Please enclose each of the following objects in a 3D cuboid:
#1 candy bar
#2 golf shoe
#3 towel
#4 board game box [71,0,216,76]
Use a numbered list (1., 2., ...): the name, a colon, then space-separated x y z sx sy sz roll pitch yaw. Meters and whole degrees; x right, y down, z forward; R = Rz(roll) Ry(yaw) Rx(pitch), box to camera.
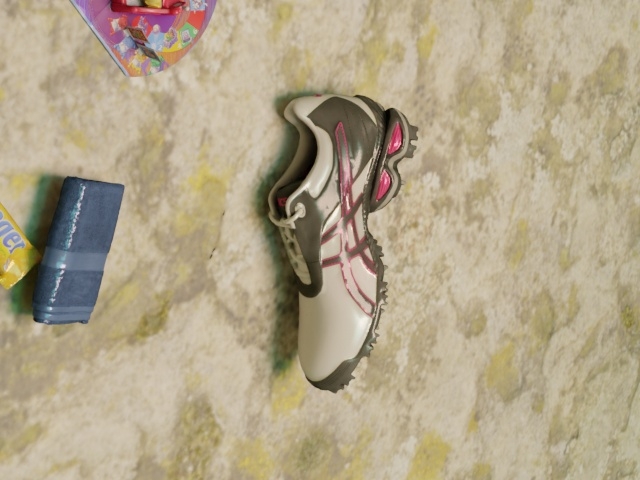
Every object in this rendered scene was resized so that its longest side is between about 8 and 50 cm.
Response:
1. candy bar: -0.260 -0.033 1.023 0.040 0.018 0.161 -47 131 -26
2. golf shoe: 0.000 0.000 1.254 0.120 0.105 0.273 9 90 -30
3. towel: -0.194 0.008 1.084 0.067 0.029 0.119 7 100 -64
4. board game box: -0.132 -0.213 1.087 0.133 0.033 0.168 -52 133 -21
